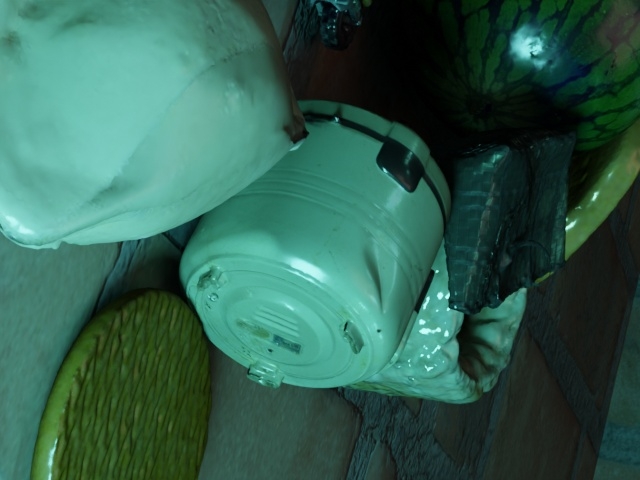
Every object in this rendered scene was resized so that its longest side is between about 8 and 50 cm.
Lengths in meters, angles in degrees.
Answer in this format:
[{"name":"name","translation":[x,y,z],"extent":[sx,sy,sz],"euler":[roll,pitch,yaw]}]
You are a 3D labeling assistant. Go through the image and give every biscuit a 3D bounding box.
[{"name":"biscuit","translation":[0.303,-0.082,1.882],"extent":[0.062,0.385,0.365],"euler":[33,50,-16]},{"name":"biscuit","translation":[-0.166,0.168,1.230],"extent":[0.262,0.037,0.262],"euler":[9,90,-67]}]

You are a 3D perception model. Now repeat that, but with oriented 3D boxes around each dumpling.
[{"name":"dumpling","translation":[-0.138,-0.137,1.052],"extent":[0.341,0.181,0.260],"euler":[-23,100,-30]}]

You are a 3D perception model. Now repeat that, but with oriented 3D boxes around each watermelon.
[{"name":"watermelon","translation":[0.254,-0.260,1.673],"extent":[0.363,0.363,0.363],"euler":[9,90,-67]}]

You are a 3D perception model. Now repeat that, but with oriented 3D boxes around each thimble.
[{"name":"thimble","translation":[0.107,0.047,1.614],"extent":[0.291,0.195,0.291],"euler":[5,90,-66]}]

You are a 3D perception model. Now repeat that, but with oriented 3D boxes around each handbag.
[{"name":"handbag","translation":[0.191,-0.026,1.471],"extent":[0.270,0.088,0.175],"euler":[-17,105,-57]}]

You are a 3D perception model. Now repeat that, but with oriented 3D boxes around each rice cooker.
[{"name":"rice cooker","translation":[0.000,0.000,1.332],"extent":[0.226,0.226,0.244],"euler":[70,32,-47]}]

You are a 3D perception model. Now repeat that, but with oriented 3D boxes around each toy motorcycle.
[{"name":"toy motorcycle","translation":[0.018,-0.293,1.425],"extent":[0.229,0.094,0.130],"euler":[68,36,-58]}]
